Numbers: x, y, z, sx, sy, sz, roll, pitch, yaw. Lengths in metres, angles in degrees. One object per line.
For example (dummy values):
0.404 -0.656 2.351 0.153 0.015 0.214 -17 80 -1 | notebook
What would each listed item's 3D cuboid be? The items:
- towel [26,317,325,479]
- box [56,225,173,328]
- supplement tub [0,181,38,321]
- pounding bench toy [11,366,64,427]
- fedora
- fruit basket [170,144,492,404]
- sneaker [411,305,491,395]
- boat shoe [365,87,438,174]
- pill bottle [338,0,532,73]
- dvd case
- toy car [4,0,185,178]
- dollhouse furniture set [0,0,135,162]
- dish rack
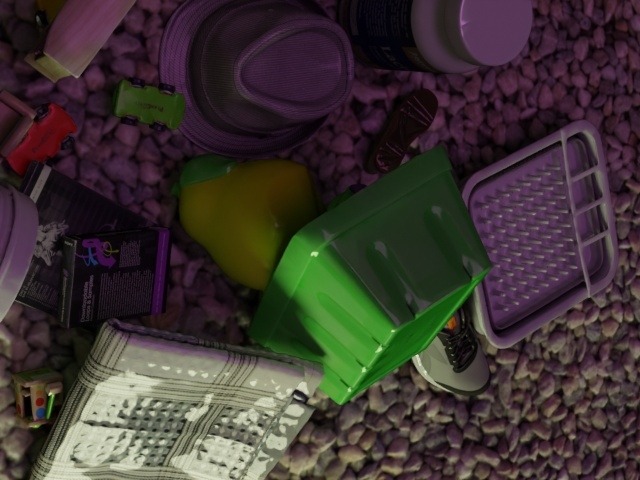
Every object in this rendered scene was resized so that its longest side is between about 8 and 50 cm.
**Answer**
-0.183 0.251 1.665 0.324 0.056 0.312 14 121 -29 | towel
-0.261 0.045 1.653 0.162 0.029 0.116 -7 109 -49 | box
-0.500 -0.028 1.391 0.331 0.241 0.241 30 82 -33 | supplement tub
-0.348 0.203 1.624 0.052 0.083 0.065 -9 102 -32 | pounding bench toy
-0.063 -0.226 1.708 0.276 0.124 0.243 -3 100 -33 | fedora
0.000 0.000 1.707 0.283 0.392 0.392 -31 114 -25 | fruit basket
0.184 0.142 1.945 0.100 0.108 0.271 -48 121 -19 | sneaker
0.117 -0.159 1.891 0.056 0.048 0.153 38 71 -19 | boat shoe
0.154 -0.303 1.750 0.153 0.265 0.153 -6 102 -32 | pill bottle
-0.313 0.015 1.618 0.221 0.018 0.164 31 81 -50 | dvd case
-0.278 -0.181 1.620 0.225 0.053 0.239 10 93 -34 | toy car
-0.389 -0.282 1.413 0.303 0.198 0.286 37 83 -17 | dollhouse furniture set
0.325 -0.015 2.008 0.333 0.072 0.285 -27 113 -36 | dish rack
